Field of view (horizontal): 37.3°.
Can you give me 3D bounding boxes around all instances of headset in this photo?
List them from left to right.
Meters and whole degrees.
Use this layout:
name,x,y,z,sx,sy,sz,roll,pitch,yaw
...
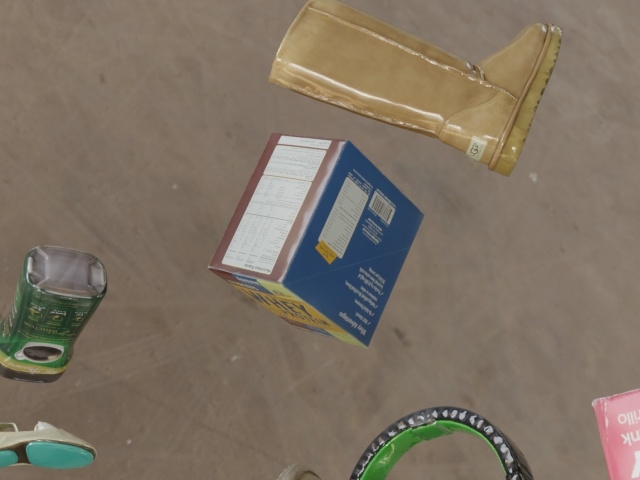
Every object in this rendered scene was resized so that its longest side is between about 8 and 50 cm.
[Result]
name,x,y,z,sx,sy,sz,roll,pitch,yaw
headset,0.149,0.391,1.086,0.185,0.243,0.394,41,39,-39

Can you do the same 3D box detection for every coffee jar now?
name,x,y,z,sx,sy,sz,roll,pitch,yaw
coffee jar,-0.322,0.092,1.114,0.096,0.184,0.079,12,43,-28

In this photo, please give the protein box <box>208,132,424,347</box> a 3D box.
name,x,y,z,sx,sy,sz,roll,pitch,yaw
protein box,0.000,0.000,1.231,0.200,0.136,0.201,39,70,-44

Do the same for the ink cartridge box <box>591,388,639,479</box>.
name,x,y,z,sx,sy,sz,roll,pitch,yaw
ink cartridge box,0.317,0.289,0.564,0.279,0.160,0.384,34,43,-47

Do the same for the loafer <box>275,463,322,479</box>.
name,x,y,z,sx,sy,sz,roll,pitch,yaw
loafer,0.003,0.270,0.862,0.092,0.102,0.268,29,-5,20

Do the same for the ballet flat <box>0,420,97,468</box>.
name,x,y,z,sx,sy,sz,roll,pitch,yaw
ballet flat,-0.518,0.353,1.660,0.248,0.086,0.086,1,52,-13

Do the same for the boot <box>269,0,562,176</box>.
name,x,y,z,sx,sy,sz,roll,pitch,yaw
boot,0.112,-0.203,1.027,0.269,0.089,0.236,24,49,5
